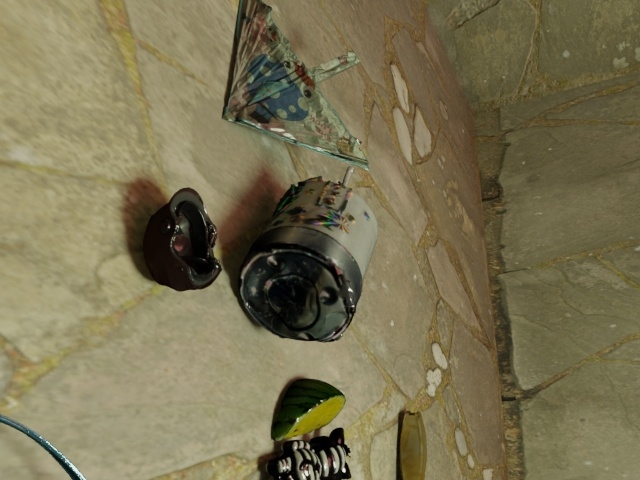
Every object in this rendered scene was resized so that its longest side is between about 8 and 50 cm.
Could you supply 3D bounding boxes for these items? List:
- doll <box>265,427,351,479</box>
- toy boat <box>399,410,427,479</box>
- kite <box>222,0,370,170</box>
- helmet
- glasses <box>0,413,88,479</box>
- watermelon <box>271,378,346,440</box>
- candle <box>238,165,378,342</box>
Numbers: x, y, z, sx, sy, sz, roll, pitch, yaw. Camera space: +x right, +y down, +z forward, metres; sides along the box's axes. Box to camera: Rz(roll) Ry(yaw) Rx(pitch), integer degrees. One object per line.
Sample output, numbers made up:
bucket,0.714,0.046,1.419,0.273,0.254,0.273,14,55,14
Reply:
doll,-0.014,0.356,0.909,0.219,0.067,0.091,14,58,-57
toy boat,0.218,0.499,1.345,0.072,0.064,0.206,71,23,-52
kite,-0.040,-0.280,1.008,0.368,0.014,0.406,-38,94,-40
helmet,-0.175,0.004,0.696,0.098,0.070,0.123,10,65,-70
glasses,-0.272,0.241,0.448,0.221,0.088,0.190,52,33,-10
watermelon,-0.003,0.275,0.947,0.181,0.075,0.092,25,62,-62
candle,0.000,0.000,0.929,0.188,0.187,0.330,66,28,-27
